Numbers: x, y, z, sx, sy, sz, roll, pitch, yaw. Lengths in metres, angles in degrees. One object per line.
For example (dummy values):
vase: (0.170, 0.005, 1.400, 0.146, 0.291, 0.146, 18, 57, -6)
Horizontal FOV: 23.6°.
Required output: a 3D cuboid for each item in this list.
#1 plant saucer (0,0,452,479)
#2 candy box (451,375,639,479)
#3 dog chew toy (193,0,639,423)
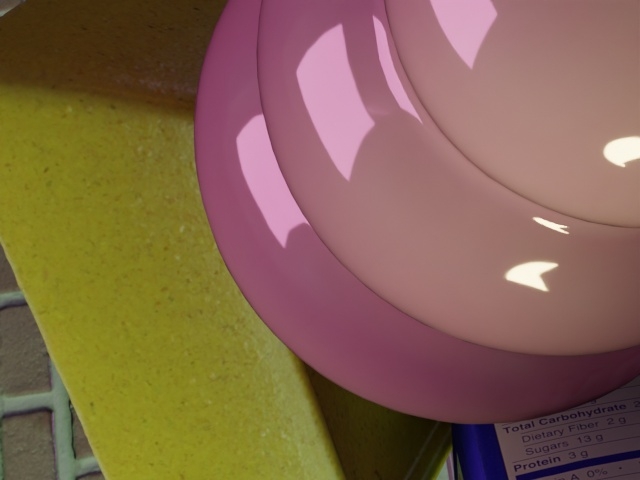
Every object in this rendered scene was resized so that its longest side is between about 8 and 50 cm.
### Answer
plant saucer: (0.000, 0.000, 0.737, 0.333, 0.081, 0.333, -52, -52, -54)
candy box: (0.133, 0.205, 0.635, 0.317, 0.122, 0.268, -95, -3, -61)
dog chew toy: (0.068, -0.050, 0.473, 0.332, 0.206, 0.207, 129, 133, -78)
